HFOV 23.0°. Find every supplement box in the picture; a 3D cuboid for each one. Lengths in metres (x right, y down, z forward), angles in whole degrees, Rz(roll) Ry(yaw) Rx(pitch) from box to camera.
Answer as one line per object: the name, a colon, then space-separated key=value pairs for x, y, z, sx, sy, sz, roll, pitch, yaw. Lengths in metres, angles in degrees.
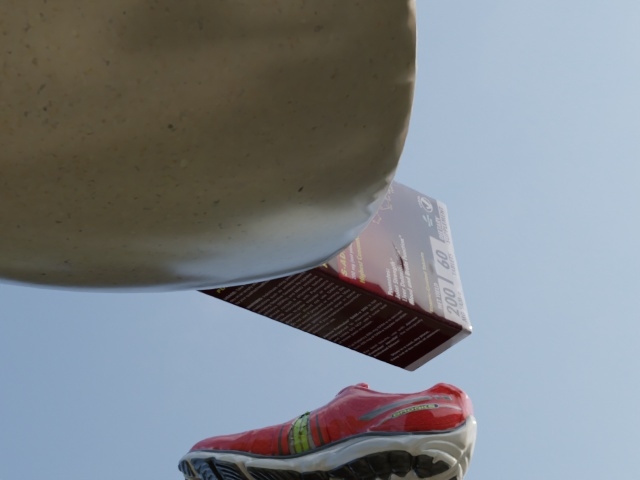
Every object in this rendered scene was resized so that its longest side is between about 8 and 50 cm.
supplement box: x=0.000 y=0.000 z=1.188 sx=0.239 sy=0.130 sz=0.073 roll=22 pitch=-45 yaw=-37

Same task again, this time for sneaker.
sneaker: x=0.010 y=0.177 z=1.324 sx=0.279 sy=0.118 sz=0.107 roll=-10 pitch=-53 yaw=31

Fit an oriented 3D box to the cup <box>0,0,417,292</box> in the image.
cup: x=-0.150 y=-0.110 z=0.781 sx=0.237 sy=0.331 sz=0.331 roll=-18 pitch=-69 yaw=-35
